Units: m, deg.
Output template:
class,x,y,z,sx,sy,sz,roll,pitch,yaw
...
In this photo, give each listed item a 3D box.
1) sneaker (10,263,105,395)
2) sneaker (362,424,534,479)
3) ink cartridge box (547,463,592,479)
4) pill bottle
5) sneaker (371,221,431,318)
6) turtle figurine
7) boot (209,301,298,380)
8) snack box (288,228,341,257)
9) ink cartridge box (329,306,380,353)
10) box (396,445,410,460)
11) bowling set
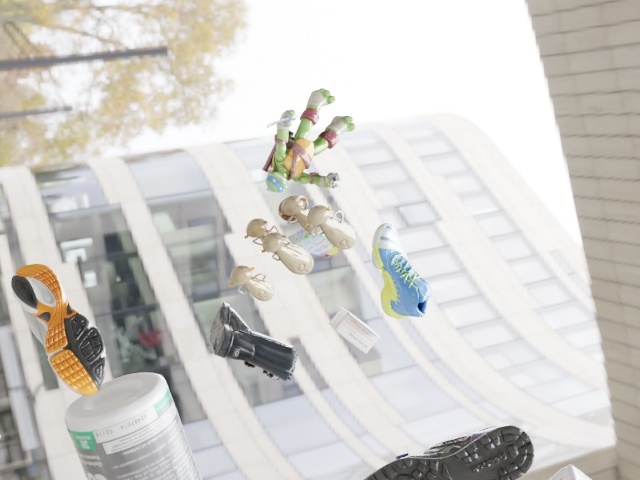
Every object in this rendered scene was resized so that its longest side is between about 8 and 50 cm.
class,x,y,z,sx,sy,sz,roll,pitch,yaw
sneaker,-0.457,0.168,1.653,0.262,0.099,0.121,56,-23,20
sneaker,0.194,0.372,1.474,0.124,0.283,0.107,115,-43,-83
ink cartridge box,0.437,0.568,1.655,0.198,0.114,0.273,-47,-166,22
pill bottle,-0.342,0.458,1.807,0.204,0.204,0.361,13,-57,65
sneaker,0.192,0.071,2.080,0.126,0.091,0.240,11,-54,35
turtle figurine,-0.008,-0.227,2.162,0.197,0.266,0.275,31,-29,3
boot,-0.168,0.260,2.347,0.094,0.207,0.246,-63,-163,11
snack box,0.000,0.000,2.460,0.100,0.141,0.037,-32,-124,37
ink cartridge box,0.096,0.255,2.631,0.115,0.067,0.198,37,-3,-5
box,0.206,0.552,1.994,0.136,0.036,0.225,-105,177,-45
bowling set,-0.086,-0.023,1.968,0.154,0.287,0.200,40,20,-49
